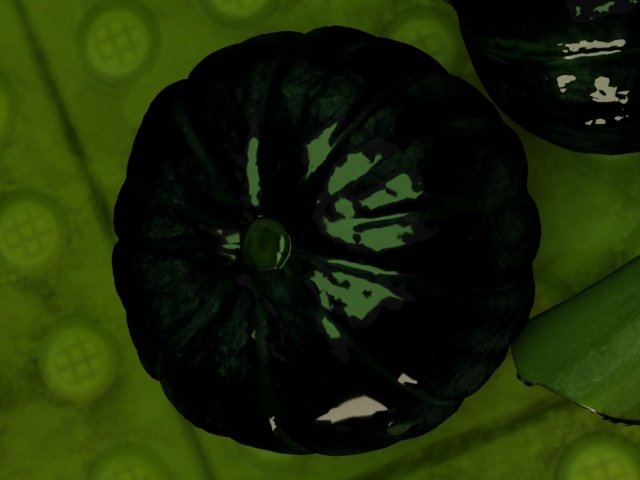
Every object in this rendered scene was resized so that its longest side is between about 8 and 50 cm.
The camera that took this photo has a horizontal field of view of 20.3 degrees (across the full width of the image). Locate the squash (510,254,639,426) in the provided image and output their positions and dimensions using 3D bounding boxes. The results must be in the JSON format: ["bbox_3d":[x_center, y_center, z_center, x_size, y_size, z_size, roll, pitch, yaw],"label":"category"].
[{"bbox_3d":[0.308,0.055,1.456,0.287,0.137,0.137,-34,82,24],"label":"squash"}]

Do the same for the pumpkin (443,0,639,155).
[{"bbox_3d":[0.205,-0.216,1.413,0.238,0.315,0.315,-8,88,12],"label":"pumpkin"}]

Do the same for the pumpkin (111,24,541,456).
[{"bbox_3d":[0.000,0.000,1.477,0.363,0.266,0.364,3,96,25],"label":"pumpkin"}]
